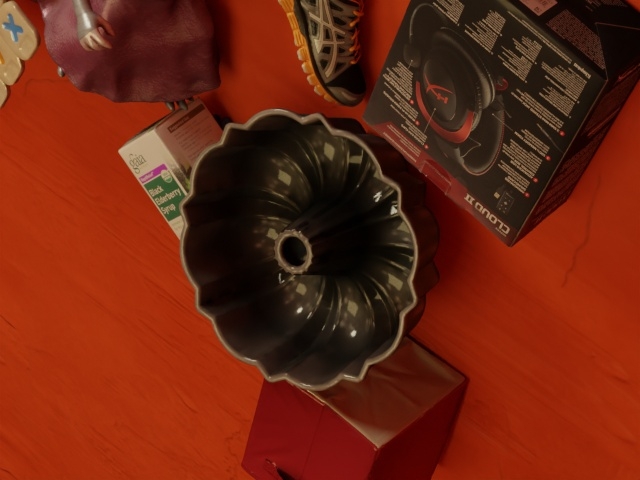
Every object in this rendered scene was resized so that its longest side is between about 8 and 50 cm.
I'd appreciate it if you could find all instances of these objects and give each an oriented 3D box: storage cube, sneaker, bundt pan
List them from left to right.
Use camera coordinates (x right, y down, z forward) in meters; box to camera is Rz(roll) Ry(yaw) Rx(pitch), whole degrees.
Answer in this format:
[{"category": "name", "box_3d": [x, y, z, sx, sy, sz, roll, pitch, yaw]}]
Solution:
[{"category": "bundt pan", "box_3d": [0.000, 0.000, 1.867, 0.330, 0.124, 0.331, 9, 107, 31]}, {"category": "sneaker", "box_3d": [0.013, -0.239, 1.753, 0.083, 0.084, 0.215, -13, 126, 17]}, {"category": "storage cube", "box_3d": [0.041, 0.226, 1.998, 0.183, 0.215, 0.193, 37, 135, 23]}]

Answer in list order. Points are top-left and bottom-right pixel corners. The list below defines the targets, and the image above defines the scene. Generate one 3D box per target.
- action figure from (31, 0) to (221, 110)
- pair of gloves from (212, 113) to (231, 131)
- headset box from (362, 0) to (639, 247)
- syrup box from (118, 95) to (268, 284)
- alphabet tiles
[{"category": "action figure", "box_3d": [-0.192, -0.326, 1.862, 0.370, 0.248, 0.276, 107, 146, -49]}, {"category": "pair of gloves", "box_3d": [-0.134, -0.083, 2.093, 0.198, 0.023, 0.159, -11, 111, 52]}, {"category": "headset box", "box_3d": [0.179, -0.151, 1.606, 0.218, 0.110, 0.293, 42, 143, 16]}, {"category": "syrup box", "box_3d": [-0.140, -0.053, 2.026, 0.093, 0.096, 0.237, -24, 104, 50]}, {"category": "alphabet tiles", "box_3d": [-0.461, -0.314, 2.033, 0.278, 0.021, 0.284, 51, 138, 6]}]
